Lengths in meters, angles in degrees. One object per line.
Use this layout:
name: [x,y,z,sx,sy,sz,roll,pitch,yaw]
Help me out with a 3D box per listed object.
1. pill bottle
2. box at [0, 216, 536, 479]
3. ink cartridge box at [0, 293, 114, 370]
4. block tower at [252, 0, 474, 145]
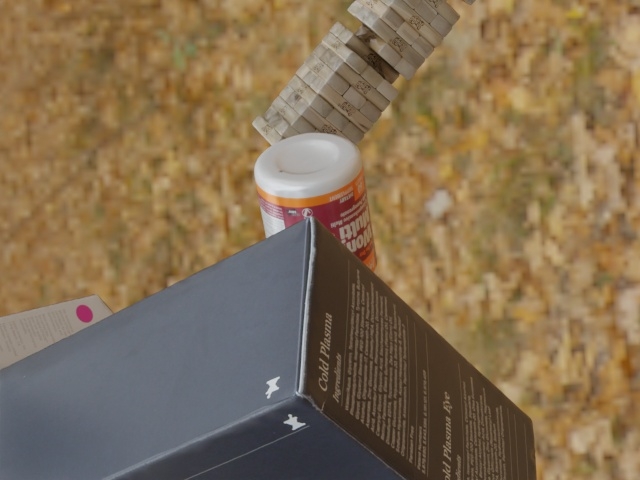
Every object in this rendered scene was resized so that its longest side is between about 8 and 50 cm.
pill bottle: [0.000,0.000,1.947,0.121,0.121,0.221,-117,14,-56]
box: [-0.049,0.191,1.392,0.343,0.312,0.179,-26,41,27]
ink cartridge box: [-0.341,0.130,1.766,0.176,0.371,0.069,-32,74,42]
block tower: [0.065,-0.233,2.124,0.335,0.097,0.091,-49,28,4]
